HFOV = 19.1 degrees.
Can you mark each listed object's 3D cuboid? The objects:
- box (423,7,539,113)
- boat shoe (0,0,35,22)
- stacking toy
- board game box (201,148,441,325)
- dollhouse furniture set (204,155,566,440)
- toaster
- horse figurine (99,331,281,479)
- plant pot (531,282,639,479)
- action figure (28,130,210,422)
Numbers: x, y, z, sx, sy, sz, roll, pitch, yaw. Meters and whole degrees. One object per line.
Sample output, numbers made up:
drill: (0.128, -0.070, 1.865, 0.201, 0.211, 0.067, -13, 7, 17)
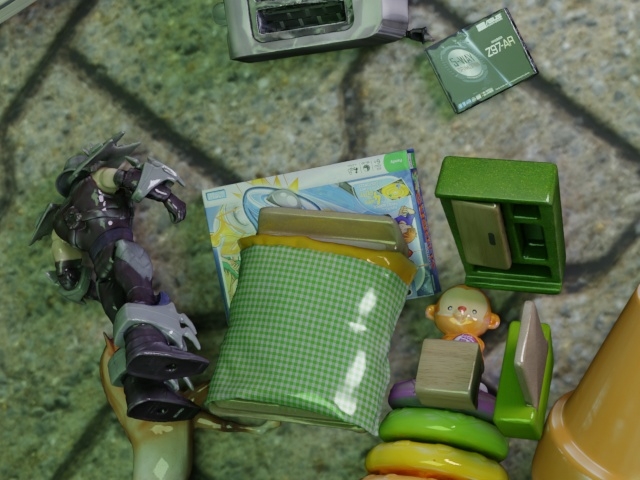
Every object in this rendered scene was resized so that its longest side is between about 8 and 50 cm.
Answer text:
box: (0.145, -0.161, 1.707, 0.083, 0.018, 0.067, -26, 88, 16)
boat shoe: (-0.191, -0.373, 1.675, 0.500, 0.186, 0.156, -33, 130, 14)
stacking toy: (0.109, 0.179, 1.677, 0.175, 0.166, 0.301, 8, 72, 13)
board game box: (0.000, 0.000, 1.754, 0.201, 0.035, 0.136, -11, 92, 16)
dollhouse furniture set: (0.045, 0.046, 1.608, 0.302, 0.151, 0.197, 4, 61, 16)
toaster: (-0.007, -0.248, 1.695, 0.186, 0.110, 0.168, -6, 94, 16)
horse figurine: (-0.123, 0.216, 1.793, 0.175, 0.066, 0.263, -2, 92, 8)
plant pot: (0.298, 0.139, 1.573, 0.205, 0.205, 0.188, 20, 117, 13)
action figure: (-0.184, 0.026, 1.750, 0.185, 0.099, 0.285, -57, 45, 42)
